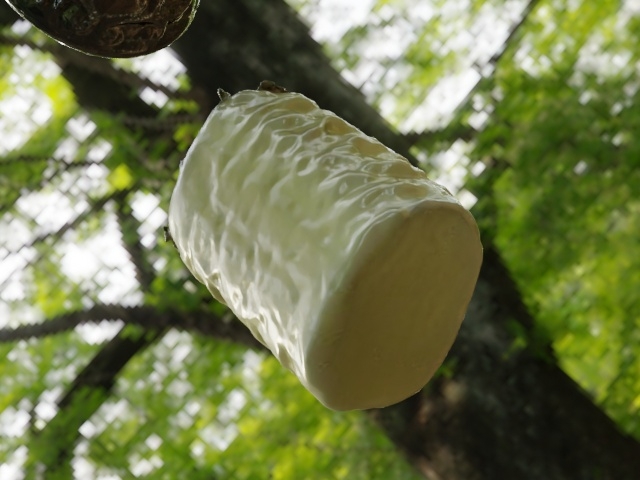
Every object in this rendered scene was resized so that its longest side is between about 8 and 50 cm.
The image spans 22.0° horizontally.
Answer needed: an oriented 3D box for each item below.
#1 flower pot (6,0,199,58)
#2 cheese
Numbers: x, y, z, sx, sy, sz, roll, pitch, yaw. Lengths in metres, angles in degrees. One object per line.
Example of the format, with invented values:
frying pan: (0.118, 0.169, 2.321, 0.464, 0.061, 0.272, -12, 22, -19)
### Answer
flower pot: (-0.096, -0.265, 1.104, 0.266, 0.266, 0.267, -41, 4, -42)
cheese: (0.000, 0.000, 0.846, 0.094, 0.167, 0.123, 18, -76, -40)
